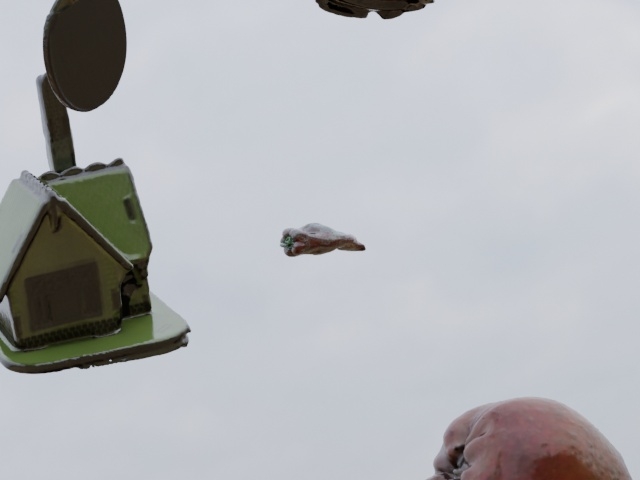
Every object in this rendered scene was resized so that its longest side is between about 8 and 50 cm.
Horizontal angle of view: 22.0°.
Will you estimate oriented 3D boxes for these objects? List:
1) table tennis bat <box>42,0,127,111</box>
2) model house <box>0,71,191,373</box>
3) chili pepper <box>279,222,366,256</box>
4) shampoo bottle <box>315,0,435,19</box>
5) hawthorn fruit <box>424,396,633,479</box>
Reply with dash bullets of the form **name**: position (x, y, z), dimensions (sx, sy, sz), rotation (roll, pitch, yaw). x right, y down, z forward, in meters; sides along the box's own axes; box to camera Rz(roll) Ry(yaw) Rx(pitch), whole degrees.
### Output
- **table tennis bat**: position (-0.187, -0.175, 1.285), dimensions (0.095, 0.014, 0.158), rotation (-44, -44, -43)
- **model house**: position (-0.264, -0.026, 1.718), dimensions (0.204, 0.279, 0.218), rotation (-11, 20, -23)
- **chili pepper**: position (0.000, -0.001, 2.068), dimensions (0.153, 0.050, 0.041), rotation (-4, -51, -43)
- **shampoo bottle**: position (0.019, -0.340, 1.284), dimensions (0.084, 0.323, 0.129), rotation (-15, -13, 35)
- **hawthorn fruit**: position (0.278, 0.339, 2.039), dimensions (0.298, 0.277, 0.277), rotation (19, -32, -9)
